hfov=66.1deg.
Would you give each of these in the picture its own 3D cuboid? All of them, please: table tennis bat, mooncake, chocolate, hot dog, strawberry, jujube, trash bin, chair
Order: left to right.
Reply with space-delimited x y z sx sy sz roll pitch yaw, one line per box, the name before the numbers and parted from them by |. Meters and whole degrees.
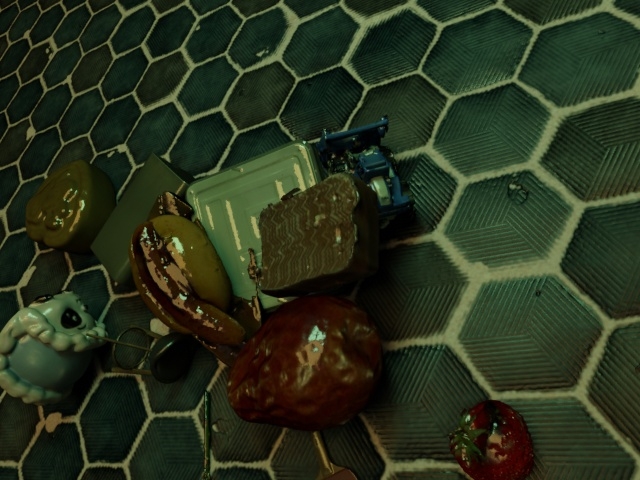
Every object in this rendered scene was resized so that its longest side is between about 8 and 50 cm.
mooncake | -0.599 -0.084 1.182 0.235 0.117 0.234 -12 66 28
chair | -0.328 0.213 0.925 0.222 0.104 0.095 -2 95 33
trash bin | -0.342 -0.035 1.016 0.164 0.122 0.240 40 94 35
hot dog | -0.224 0.063 0.830 0.326 0.107 0.194 39 105 17
jujube | -0.031 0.185 0.720 0.255 0.190 0.190 -30 58 28
chocolate | 0.000 0.000 0.715 0.214 0.093 0.148 -17 68 41
table tennis bat | 0.018 0.355 0.716 0.087 0.013 0.156 -34 59 15
strawberry | 0.217 0.251 0.605 0.106 0.106 0.106 -11 65 25

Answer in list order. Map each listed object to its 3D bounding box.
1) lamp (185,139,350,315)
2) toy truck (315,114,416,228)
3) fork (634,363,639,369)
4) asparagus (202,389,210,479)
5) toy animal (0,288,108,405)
lamp | -0.097 -0.011 0.862 0.267 0.047 0.269 -18 84 20
toy truck | 0.069 -0.118 0.798 0.113 0.126 0.208 -16 60 -7
fork | 0.451 0.063 0.586 0.235 0.039 0.021 -48 51 7
asparagus | -0.194 0.338 0.839 0.013 0.016 0.166 -3 63 -8
toy animal | -0.528 0.210 0.983 0.156 0.208 0.204 36 86 -5
